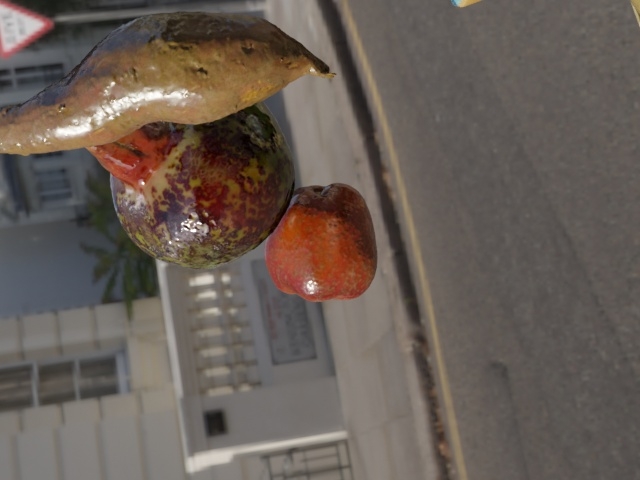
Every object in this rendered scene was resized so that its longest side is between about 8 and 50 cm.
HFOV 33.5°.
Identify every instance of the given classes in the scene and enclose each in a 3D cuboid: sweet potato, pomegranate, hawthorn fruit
[{"bbox_3d":[-0.106,-0.090,0.592,0.068,0.226,0.068,-13,-90,-87],"label":"sweet potato"},{"bbox_3d":[-0.147,-0.082,1.094,0.247,0.214,0.214,23,-134,-47],"label":"pomegranate"},{"bbox_3d":[0.000,0.000,1.228,0.133,0.132,0.138,-128,42,-73],"label":"hawthorn fruit"}]

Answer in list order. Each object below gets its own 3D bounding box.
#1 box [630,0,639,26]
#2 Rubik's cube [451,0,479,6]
[{"bbox_3d":[0.349,-0.264,1.013,0.177,0.111,0.111,114,147,-75],"label":"box"},{"bbox_3d":[0.263,-0.507,1.292,0.290,0.291,0.292,64,164,9],"label":"Rubik's cube"}]
